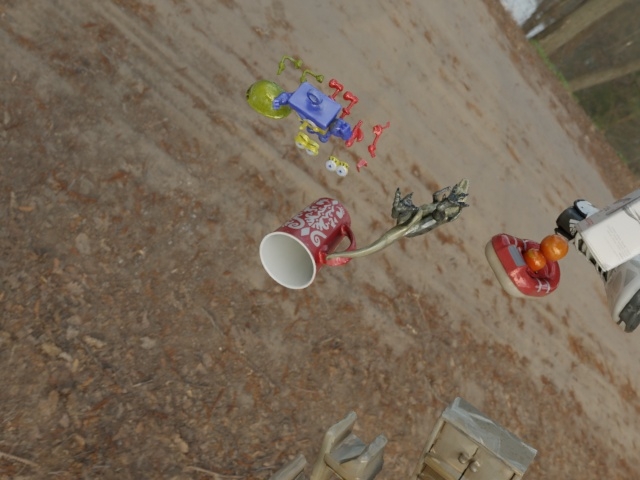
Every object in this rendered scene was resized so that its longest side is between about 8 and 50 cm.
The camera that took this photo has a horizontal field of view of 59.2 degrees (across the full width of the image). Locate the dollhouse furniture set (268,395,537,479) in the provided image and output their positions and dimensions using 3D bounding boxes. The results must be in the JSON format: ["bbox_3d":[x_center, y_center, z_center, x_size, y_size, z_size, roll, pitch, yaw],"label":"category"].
[{"bbox_3d":[0.148,0.466,0.878,0.362,0.257,0.394,32,34,27],"label":"dollhouse furniture set"}]

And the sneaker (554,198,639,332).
[{"bbox_3d":[0.643,0.045,1.298,0.257,0.169,0.447,35,27,17],"label":"sneaker"}]

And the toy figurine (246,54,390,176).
[{"bbox_3d":[-0.015,-0.329,1.309,0.362,0.191,0.217,38,-4,8],"label":"toy figurine"}]

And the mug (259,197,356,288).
[{"bbox_3d":[-0.005,0.006,1.029,0.150,0.113,0.169,30,39,11],"label":"mug"}]

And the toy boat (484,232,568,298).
[{"bbox_3d":[0.484,0.040,1.264,0.231,0.151,0.151,10,51,-51],"label":"toy boat"}]

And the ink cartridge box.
[{"bbox_3d":[0.608,-0.042,1.066,0.092,0.217,0.158,56,21,5],"label":"ink cartridge box"}]

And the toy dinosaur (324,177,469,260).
[{"bbox_3d":[0.138,-0.035,0.808,0.268,0.118,0.064,-23,74,-21],"label":"toy dinosaur"}]
